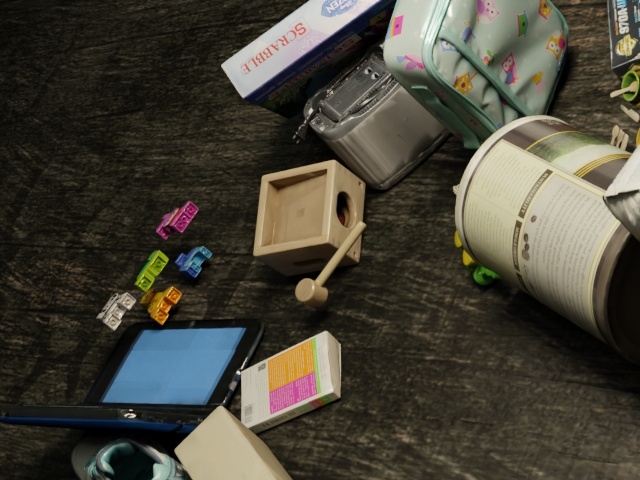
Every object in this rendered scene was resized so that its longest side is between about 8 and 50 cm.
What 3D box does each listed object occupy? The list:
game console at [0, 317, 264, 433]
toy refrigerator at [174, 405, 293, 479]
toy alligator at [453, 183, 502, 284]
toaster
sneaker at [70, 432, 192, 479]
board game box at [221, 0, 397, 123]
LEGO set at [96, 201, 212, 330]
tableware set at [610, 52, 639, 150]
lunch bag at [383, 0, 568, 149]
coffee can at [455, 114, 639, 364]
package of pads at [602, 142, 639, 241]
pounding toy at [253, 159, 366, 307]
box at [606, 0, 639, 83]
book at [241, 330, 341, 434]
[{"bbox_3d":[-0.265,0.180,1.948,0.293,0.250,0.173,-6,77,40],"label":"game console"},{"bbox_3d":[-0.074,0.322,1.678,0.094,0.102,0.269,-44,37,-2],"label":"toy refrigerator"},{"bbox_3d":[0.197,0.002,1.791,0.190,0.056,0.051,-107,29,-51],"label":"toy alligator"},{"bbox_3d":[0.085,-0.175,1.986,0.227,0.146,0.129,-43,36,-2],"label":"toaster"},{"bbox_3d":[-0.255,0.296,1.852,0.283,0.122,0.110,12,62,48],"label":"sneaker"},{"bbox_3d":[0.045,-0.298,2.042,0.318,0.318,0.066,-34,80,12],"label":"board game box"},{"bbox_3d":[-0.248,0.059,2.113,0.227,0.087,0.093,-56,23,-21],"label":"LEGO set"},{"bbox_3d":[0.383,-0.145,1.706,0.104,0.024,0.154,-121,38,-55],"label":"tableware set"},{"bbox_3d":[0.211,-0.247,1.837,0.108,0.279,0.224,2,66,44],"label":"lunch bag"},{"bbox_3d":[0.308,-0.007,1.567,0.201,0.201,0.275,-47,37,-5],"label":"coffee can"},{"bbox_3d":[0.450,-0.032,1.388,0.229,0.296,0.101,-52,12,-13],"label":"package of pads"},{"bbox_3d":[0.007,0.004,1.935,0.181,0.094,0.206,-11,62,32],"label":"pounding toy"},{"bbox_3d":[0.470,-0.316,1.851,0.175,0.051,0.220,-21,42,27],"label":"box"},{"bbox_3d":[-0.041,0.190,1.838,0.144,0.035,0.096,-25,43,23],"label":"book"}]
